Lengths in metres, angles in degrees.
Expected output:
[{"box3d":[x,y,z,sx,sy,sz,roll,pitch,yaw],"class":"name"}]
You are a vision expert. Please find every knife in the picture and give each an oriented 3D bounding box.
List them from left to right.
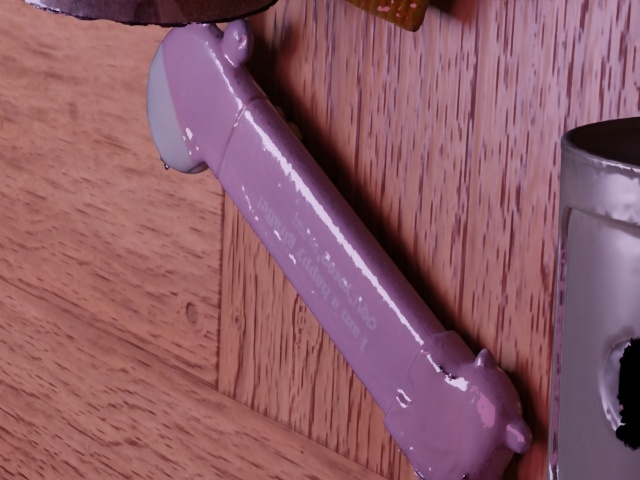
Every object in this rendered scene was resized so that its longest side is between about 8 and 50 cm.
[{"box3d":[0.001,0.000,1.064,0.399,0.038,0.132,54,138,35],"class":"knife"}]

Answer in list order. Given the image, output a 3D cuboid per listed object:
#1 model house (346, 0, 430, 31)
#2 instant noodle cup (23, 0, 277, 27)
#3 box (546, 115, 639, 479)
[{"box3d":[0.016,-0.171,0.957,0.100,0.100,0.088,49,131,39],"class":"model house"},{"box3d":[-0.099,-0.245,1.034,0.217,0.217,0.207,36,130,48],"class":"instant noodle cup"},{"box3d":[0.192,0.041,0.617,0.226,0.226,0.149,14,106,54],"class":"box"}]
